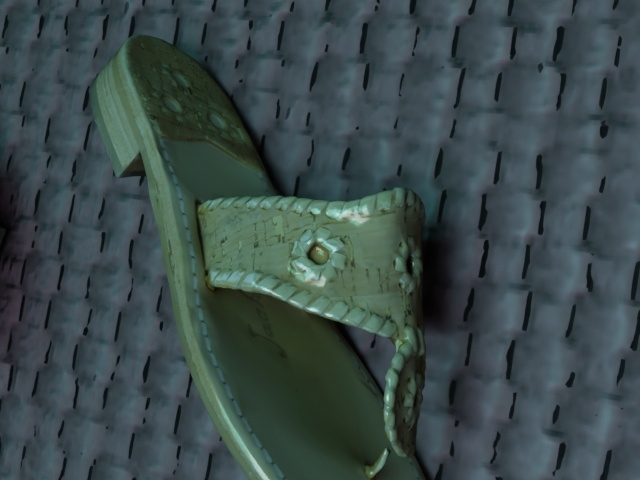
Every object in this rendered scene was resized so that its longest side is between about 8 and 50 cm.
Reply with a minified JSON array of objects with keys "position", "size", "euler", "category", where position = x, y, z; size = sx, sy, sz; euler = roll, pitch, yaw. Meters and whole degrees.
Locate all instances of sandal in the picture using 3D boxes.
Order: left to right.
[{"position":[-0.004,-0.001,0.423],"size":[0.079,0.088,0.240],"euler":[-45,58,25],"category":"sandal"}]

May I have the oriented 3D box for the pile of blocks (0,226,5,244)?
[{"position":[-0.287,-0.062,0.571],"size":[0.362,0.149,0.113],"euler":[26,98,32],"category":"pile of blocks"}]
